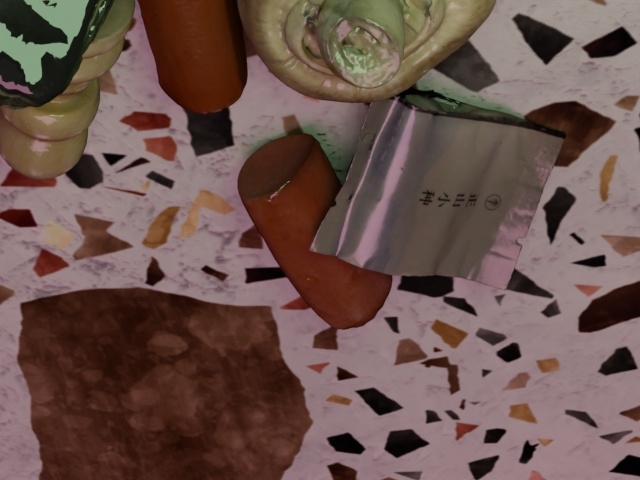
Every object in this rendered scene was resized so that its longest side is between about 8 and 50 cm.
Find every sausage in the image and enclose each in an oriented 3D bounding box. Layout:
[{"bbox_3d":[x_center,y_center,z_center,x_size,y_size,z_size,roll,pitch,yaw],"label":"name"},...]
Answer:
[{"bbox_3d":[-0.138,-0.263,1.657,0.097,0.094,0.348,-8,134,3],"label":"sausage"},{"bbox_3d":[0.000,0.000,1.908,0.114,0.113,0.259,-17,131,17],"label":"sausage"}]

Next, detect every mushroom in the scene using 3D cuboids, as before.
[{"bbox_3d":[0.046,-0.231,1.589,0.254,0.234,0.260,-9,135,3],"label":"mushroom"}]

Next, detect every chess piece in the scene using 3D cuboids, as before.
[{"bbox_3d":[-0.279,-0.171,1.738,0.143,0.142,0.261,10,142,-9],"label":"chess piece"}]

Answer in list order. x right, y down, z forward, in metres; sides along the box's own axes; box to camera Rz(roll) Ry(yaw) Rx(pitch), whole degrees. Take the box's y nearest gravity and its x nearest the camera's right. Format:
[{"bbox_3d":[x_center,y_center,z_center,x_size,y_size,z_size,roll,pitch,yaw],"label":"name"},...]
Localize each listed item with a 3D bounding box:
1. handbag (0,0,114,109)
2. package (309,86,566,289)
[{"bbox_3d":[-0.299,-0.288,1.468,0.247,0.240,0.340,21,89,-22],"label":"handbag"},{"bbox_3d":[0.129,-0.058,1.844,0.251,0.062,0.204,11,112,-27],"label":"package"}]
